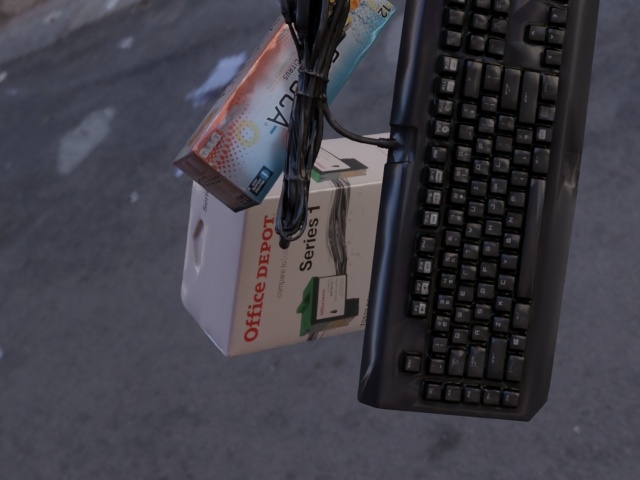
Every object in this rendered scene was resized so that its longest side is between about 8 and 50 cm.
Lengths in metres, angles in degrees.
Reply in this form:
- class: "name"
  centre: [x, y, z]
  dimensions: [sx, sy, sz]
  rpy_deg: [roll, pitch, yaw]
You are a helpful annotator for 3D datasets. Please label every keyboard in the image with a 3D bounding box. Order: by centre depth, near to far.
- class: "keyboard"
  centre: [0.064, -0.055, 0.699]
  dimensions: [0.033, 0.202, 0.317]
  rpy_deg: [-179, 95, -80]

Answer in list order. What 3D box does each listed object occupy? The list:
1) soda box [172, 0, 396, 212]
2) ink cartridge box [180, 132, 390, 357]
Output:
- class: "soda box"
  centre: [-0.025, -0.110, 0.824]
  dimensions: [0.183, 0.063, 0.058]
  rpy_deg: [-55, 14, -16]
- class: "ink cartridge box"
  centre: [0.000, 0.000, 1.022]
  dimensions: [0.219, 0.160, 0.092]
  rpy_deg: [-10, 34, -30]
